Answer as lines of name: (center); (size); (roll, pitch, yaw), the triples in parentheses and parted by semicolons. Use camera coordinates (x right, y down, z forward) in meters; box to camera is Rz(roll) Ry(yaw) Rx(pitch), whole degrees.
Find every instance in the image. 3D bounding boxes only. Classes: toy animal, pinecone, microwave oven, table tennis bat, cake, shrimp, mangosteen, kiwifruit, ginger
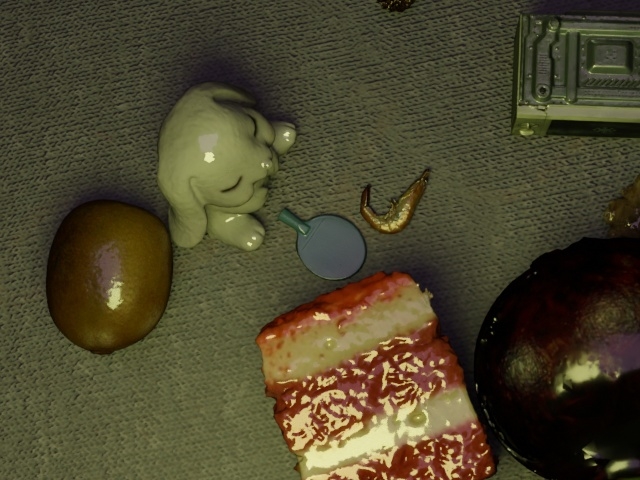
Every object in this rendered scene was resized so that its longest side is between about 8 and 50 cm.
toy animal: (-0.161, -0.121, 1.851); (0.206, 0.265, 0.271); (18, 85, 9)
pinecone: (0.117, -0.404, 1.972); (0.077, 0.077, 0.083); (-40, 56, -2)
microwave oven: (0.418, -0.255, 1.887); (0.241, 0.145, 0.193); (3, 84, 6)
table tennis bat: (0.000, 0.000, 1.942); (0.155, 0.019, 0.100); (33, 85, 7)
cake: (0.074, 0.230, 1.772); (0.270, 0.269, 0.319); (-21, 80, 0)
shrimp: (0.118, -0.072, 1.940); (0.091, 0.025, 0.127); (41, 89, 11)
mangosteen: (0.404, 0.204, 1.705); (0.381, 0.381, 0.421); (-14, 99, 2)
kiwifruit: (-0.320, 0.057, 1.873); (0.196, 0.196, 0.233); (9, 86, 6)
ginger: (0.478, 0.004, 1.884); (0.133, 0.059, 0.214); (35, 88, 3)
